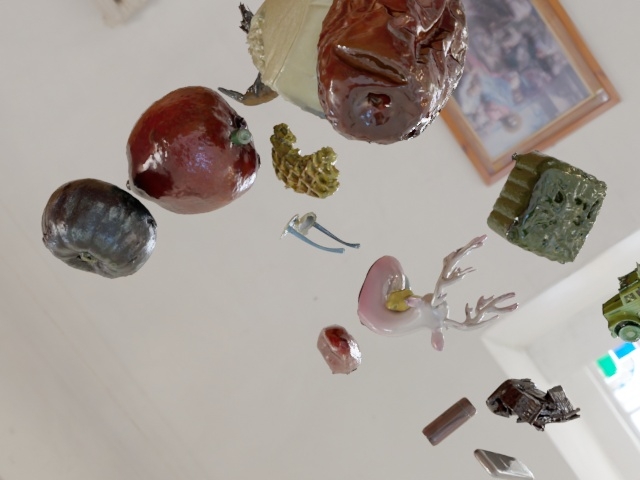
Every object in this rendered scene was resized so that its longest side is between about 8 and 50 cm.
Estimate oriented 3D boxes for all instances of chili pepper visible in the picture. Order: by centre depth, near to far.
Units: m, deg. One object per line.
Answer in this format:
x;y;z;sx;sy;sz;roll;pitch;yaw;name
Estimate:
0.055;0.297;2.117;0.136;0.144;0.252;3;160;1;chili pepper

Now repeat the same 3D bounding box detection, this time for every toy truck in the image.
0.707;0.095;1.551;0.259;0.135;0.128;-45;-174;34;toy truck

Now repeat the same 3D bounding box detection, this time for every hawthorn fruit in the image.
-0.293;-0.180;1.556;0.307;0.265;0.265;-17;-164;24;hawthorn fruit

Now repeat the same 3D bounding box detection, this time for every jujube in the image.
0.091;-0.251;0.985;0.216;0.216;0.342;-33;-159;34;jujube

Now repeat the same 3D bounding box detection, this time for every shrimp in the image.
-0.207;-0.480;1.940;0.198;0.262;0.051;-24;-170;15;shrimp

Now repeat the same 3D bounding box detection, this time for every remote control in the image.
0.385;0.477;1.538;0.029;0.067;0.261;-47;144;9;remote control

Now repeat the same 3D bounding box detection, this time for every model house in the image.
0.547;0.436;1.882;0.164;0.203;0.141;40;-60;49;model house

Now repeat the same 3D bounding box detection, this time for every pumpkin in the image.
-0.442;-0.022;1.471;0.233;0.233;0.163;-26;-138;55;pumpkin

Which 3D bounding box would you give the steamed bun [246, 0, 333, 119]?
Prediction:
0.031;-0.345;1.344;0.290;0.272;0.273;5;134;-31;steamed bun

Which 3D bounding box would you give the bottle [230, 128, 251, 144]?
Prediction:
-0.151;-0.198;1.397;0.030;0.030;0.083;-39;-166;-9;bottle

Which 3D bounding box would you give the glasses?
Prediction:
0.008;-0.029;2.243;0.221;0.088;0.190;14;-170;25;glasses

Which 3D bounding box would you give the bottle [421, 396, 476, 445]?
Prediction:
0.315;0.443;1.793;0.140;0.053;0.053;-37;-172;-3;bottle

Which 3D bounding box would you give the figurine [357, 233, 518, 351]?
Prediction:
0.266;0.118;1.736;0.284;0.206;0.316;-38;-150;-21;figurine

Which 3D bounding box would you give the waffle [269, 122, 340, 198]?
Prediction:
-0.038;-0.164;1.541;0.051;0.149;0.194;-28;-146;-35;waffle

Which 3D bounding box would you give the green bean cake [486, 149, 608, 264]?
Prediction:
0.602;-0.088;1.941;0.249;0.247;0.156;-64;-155;11;green bean cake
